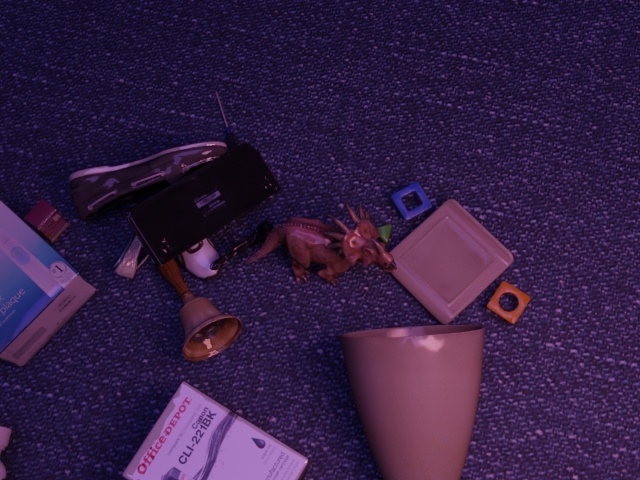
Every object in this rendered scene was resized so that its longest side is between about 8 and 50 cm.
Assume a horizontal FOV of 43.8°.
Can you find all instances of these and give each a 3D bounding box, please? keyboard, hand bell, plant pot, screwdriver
[{"bbox_3d":[-0.205,-0.045,1.572,0.317,0.033,0.202,-35,96,-30],"label":"keyboard"},{"bbox_3d":[-0.266,0.105,1.561,0.126,0.126,0.242,-33,60,-9],"label":"hand bell"},{"bbox_3d":[0.171,0.295,1.406,0.256,0.256,0.274,-4,86,1],"label":"plant pot"},{"bbox_3d":[-0.206,-0.252,1.708,0.025,0.024,0.170,-10,66,-32],"label":"screwdriver"}]

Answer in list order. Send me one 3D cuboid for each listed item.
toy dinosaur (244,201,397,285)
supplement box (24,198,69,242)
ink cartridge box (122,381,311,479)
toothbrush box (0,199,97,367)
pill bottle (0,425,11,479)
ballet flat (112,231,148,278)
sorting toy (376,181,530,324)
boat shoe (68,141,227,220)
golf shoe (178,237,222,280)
[{"bbox_3d":[0.000,0.000,1.519,0.295,0.200,0.127,5,71,4],"label":"toy dinosaur"},{"bbox_3d":[-0.554,-0.039,1.613,0.043,0.083,0.055,36,75,13],"label":"supplement box"},{"bbox_3d":[-0.183,0.408,1.429,0.272,0.114,0.197,29,75,11],"label":"ink cartridge box"},{"bbox_3d":[-0.627,0.066,1.558,0.295,0.126,0.216,40,77,15],"label":"toothbrush box"},{"bbox_3d":[-0.654,0.458,1.405,0.162,0.162,0.279,9,71,5],"label":"pill bottle"},{"bbox_3d":[-0.363,0.000,1.618,0.052,0.057,0.168,30,77,-17],"label":"ballet flat"},{"bbox_3d":[0.252,0.044,1.578,0.196,0.047,0.348,-42,74,-7],"label":"sorting toy"},{"bbox_3d":[-0.346,-0.120,1.629,0.335,0.112,0.096,-13,84,2],"label":"boat shoe"},{"bbox_3d":[-0.267,-0.007,1.588,0.077,0.094,0.198,-34,75,-11],"label":"golf shoe"}]
